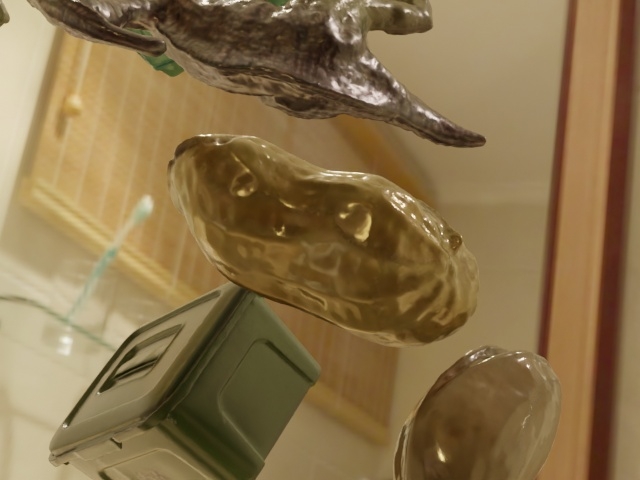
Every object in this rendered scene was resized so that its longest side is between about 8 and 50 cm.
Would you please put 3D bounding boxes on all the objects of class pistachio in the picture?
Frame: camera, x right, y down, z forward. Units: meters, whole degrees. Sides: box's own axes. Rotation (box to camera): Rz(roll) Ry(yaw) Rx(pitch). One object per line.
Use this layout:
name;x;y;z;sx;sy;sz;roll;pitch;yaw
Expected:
pistachio;0.155;0.197;1.232;0.138;0.238;0.153;8;-55;37

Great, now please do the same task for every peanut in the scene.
peanut;0.000;0.003;1.254;0.340;0.158;0.174;16;-12;10

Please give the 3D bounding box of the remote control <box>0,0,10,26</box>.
remote control;-0.455;-0.339;1.355;0.123;0.285;0.038;-25;-1;3

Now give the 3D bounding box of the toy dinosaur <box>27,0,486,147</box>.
toy dinosaur;-0.039;-0.127;0.783;0.294;0.162;0.077;5;-61;-7

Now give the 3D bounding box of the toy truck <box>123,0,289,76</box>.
toy truck;-0.071;-0.275;1.104;0.279;0.156;0.155;-33;-60;0

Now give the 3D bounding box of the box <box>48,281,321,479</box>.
box;-0.165;0.204;1.533;0.178;0.252;0.329;45;-37;-17
